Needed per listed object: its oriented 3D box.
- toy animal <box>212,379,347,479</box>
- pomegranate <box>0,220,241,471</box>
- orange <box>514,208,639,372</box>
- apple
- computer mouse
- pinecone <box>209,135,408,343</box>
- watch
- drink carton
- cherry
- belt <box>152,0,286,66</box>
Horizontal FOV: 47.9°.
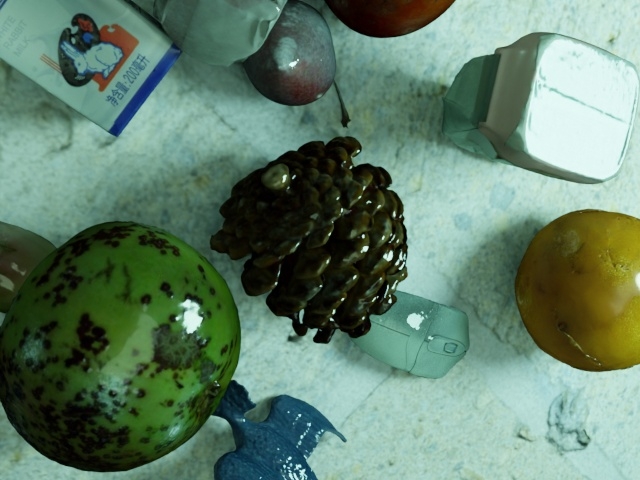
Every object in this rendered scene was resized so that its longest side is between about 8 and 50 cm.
[{"bbox_3d":[-0.064,0.292,0.955,0.255,0.239,0.176,23,128,15],"label":"toy animal"},{"bbox_3d":[-0.261,0.090,0.798,0.341,0.285,0.285,30,90,8],"label":"pomegranate"},{"bbox_3d":[0.406,0.073,1.055,0.240,0.240,0.240,-5,104,-20],"label":"orange"},{"bbox_3d":[0.094,-0.361,0.835,0.234,0.234,0.234,-5,104,-20],"label":"apple"},{"bbox_3d":[0.138,0.137,1.043,0.229,0.068,0.113,20,95,-24],"label":"computer mouse"},{"bbox_3d":[0.000,0.000,0.883,0.224,0.224,0.272,-46,134,-6],"label":"pinecone"},{"bbox_3d":[0.268,-0.163,0.933,0.253,0.241,0.161,13,93,-25],"label":"watch"},{"bbox_3d":[-0.309,-0.257,0.752,0.315,0.106,0.130,35,98,-24],"label":"drink carton"},{"bbox_3d":[-0.026,-0.195,0.868,0.115,0.148,0.188,-24,110,-6],"label":"cherry"},{"bbox_3d":[-0.076,-0.346,0.755,0.115,0.227,0.323,21,77,-22],"label":"belt"}]
